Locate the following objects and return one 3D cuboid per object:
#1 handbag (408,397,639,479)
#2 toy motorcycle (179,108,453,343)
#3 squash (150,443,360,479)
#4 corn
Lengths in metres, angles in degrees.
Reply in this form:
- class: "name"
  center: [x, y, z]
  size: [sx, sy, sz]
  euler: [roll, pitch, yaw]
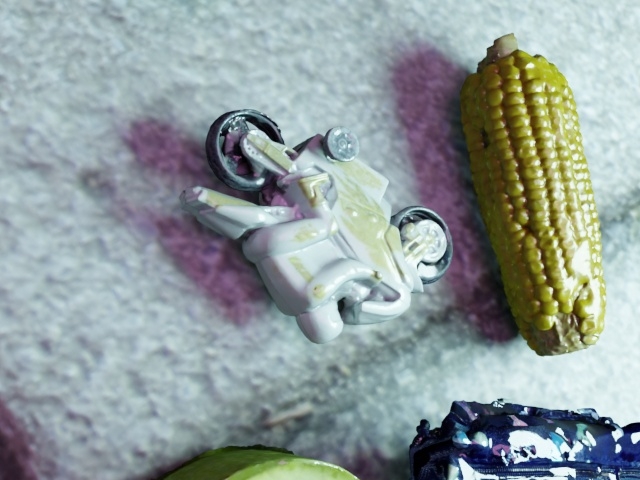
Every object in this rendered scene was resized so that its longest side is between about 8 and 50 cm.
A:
- class: "handbag"
  center: [0.162, 0.199, 0.974]
  size: [0.260, 0.113, 0.162]
  euler: [9, 80, -39]
- class: "toy motorcycle"
  center: [0.000, 0.000, 0.987]
  size: [0.229, 0.074, 0.151]
  euler: [29, 65, -24]
- class: "squash"
  center: [-0.036, 0.250, 0.900]
  size: [0.220, 0.133, 0.220]
  euler: [3, 84, -25]
- class: "corn"
  center: [0.170, -0.038, 1.051]
  size: [0.097, 0.097, 0.261]
  euler: [-8, 84, -23]
